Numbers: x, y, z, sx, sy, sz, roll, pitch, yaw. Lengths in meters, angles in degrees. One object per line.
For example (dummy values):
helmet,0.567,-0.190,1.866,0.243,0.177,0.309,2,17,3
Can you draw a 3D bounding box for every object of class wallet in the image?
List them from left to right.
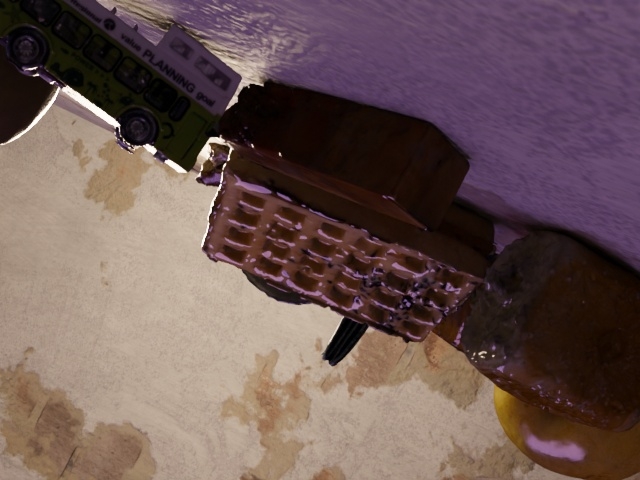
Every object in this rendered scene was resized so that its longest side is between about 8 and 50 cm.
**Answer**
wallet,0.098,0.084,1.427,0.054,0.290,0.251,30,179,9

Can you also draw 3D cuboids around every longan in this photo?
longan,-0.476,-0.249,1.109,0.258,0.258,0.258,27,177,1

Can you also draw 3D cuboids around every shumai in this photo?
shumai,-0.196,-0.159,1.814,0.123,0.105,0.139,23,-158,14

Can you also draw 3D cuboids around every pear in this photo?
pear,0.456,0.269,1.431,0.314,0.314,0.314,27,177,1

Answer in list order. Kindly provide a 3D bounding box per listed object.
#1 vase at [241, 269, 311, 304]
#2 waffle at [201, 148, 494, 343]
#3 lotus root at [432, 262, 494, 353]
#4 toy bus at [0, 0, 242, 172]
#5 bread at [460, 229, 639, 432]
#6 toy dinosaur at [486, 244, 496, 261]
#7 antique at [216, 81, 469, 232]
vase,0.000,0.000,1.510,0.245,0.245,0.291,26,-178,15
waffle,0.028,0.002,1.171,0.376,0.114,0.261,24,146,-5
lotus root,0.258,0.104,1.490,0.199,0.180,0.188,27,-179,-17
toy bus,-0.240,-0.205,0.913,0.301,0.139,0.113,36,174,-17
bread,0.285,0.104,1.020,0.246,0.195,0.176,30,170,-20
toy dinosaur,0.179,-0.021,1.303,0.188,0.075,0.247,36,-172,30
antique,0.007,-0.103,0.907,0.310,0.087,0.093,25,175,43
